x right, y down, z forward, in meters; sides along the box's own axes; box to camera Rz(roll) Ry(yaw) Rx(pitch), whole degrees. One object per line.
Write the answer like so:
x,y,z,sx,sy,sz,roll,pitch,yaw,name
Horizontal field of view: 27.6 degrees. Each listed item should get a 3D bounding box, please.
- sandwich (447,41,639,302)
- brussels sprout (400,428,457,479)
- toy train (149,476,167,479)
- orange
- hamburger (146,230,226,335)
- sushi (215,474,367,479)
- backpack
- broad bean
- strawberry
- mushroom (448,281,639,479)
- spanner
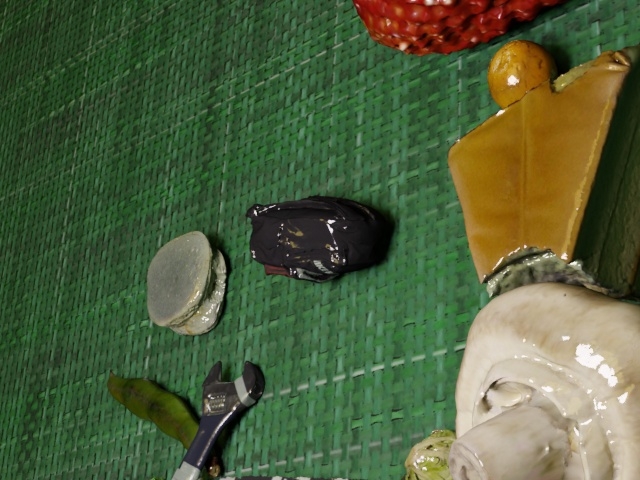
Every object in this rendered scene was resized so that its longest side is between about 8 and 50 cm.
0.267,-0.042,1.256,0.227,0.155,0.198,-34,51,33,sandwich
0.114,0.238,1.368,0.085,0.058,0.085,-43,39,50,brussels sprout
-0.190,0.390,1.629,0.081,0.060,0.202,-40,47,20,toy train
0.223,-0.179,1.436,0.083,0.070,0.083,-41,34,36,orange
-0.183,0.061,1.781,0.133,0.062,0.140,-22,54,36,hamburger
-0.046,0.391,1.416,0.193,0.043,0.279,-2,55,9,sushi
-0.002,0.000,1.571,0.165,0.120,0.105,10,101,50,backpack
-0.207,0.230,1.740,0.297,0.043,0.060,25,101,50,broad bean
0.147,-0.348,1.442,0.343,0.292,0.292,-37,48,27,strawberry
0.207,0.161,1.144,0.254,0.234,0.260,56,136,23,mushroom
-0.168,0.288,1.626,0.087,0.024,0.315,17,73,37,spanner
